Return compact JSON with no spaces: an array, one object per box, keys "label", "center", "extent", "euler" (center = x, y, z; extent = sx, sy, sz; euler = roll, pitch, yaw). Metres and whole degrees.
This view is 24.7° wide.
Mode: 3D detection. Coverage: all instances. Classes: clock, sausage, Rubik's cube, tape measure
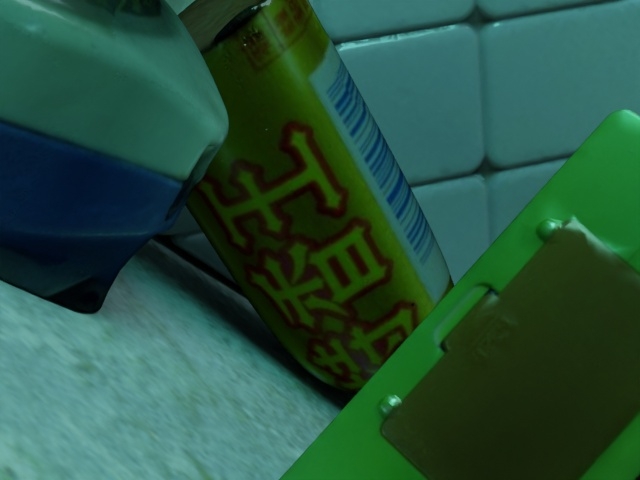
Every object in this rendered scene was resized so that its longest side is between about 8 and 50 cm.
[{"label":"clock","center":[0.117,0.080,0.702],"extent":[0.106,0.220,0.255],"euler":[42,1,18]},{"label":"sausage","center":[-0.002,0.001,0.845],"extent":[0.317,0.125,0.117],"euler":[61,39,-23]},{"label":"Rubik's cube","center":[0.012,-0.140,1.044],"extent":[0.322,0.319,0.316],"euler":[34,11,-26]},{"label":"tape measure","center":[-0.187,-0.114,0.684],"extent":[0.262,0.138,0.259],"euler":[29,12,-49]}]

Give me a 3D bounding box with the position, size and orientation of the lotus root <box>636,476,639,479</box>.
[{"label":"lotus root","center":[0.288,0.223,0.968],"extent":[0.314,0.142,0.210],"euler":[28,-23,-32]}]
